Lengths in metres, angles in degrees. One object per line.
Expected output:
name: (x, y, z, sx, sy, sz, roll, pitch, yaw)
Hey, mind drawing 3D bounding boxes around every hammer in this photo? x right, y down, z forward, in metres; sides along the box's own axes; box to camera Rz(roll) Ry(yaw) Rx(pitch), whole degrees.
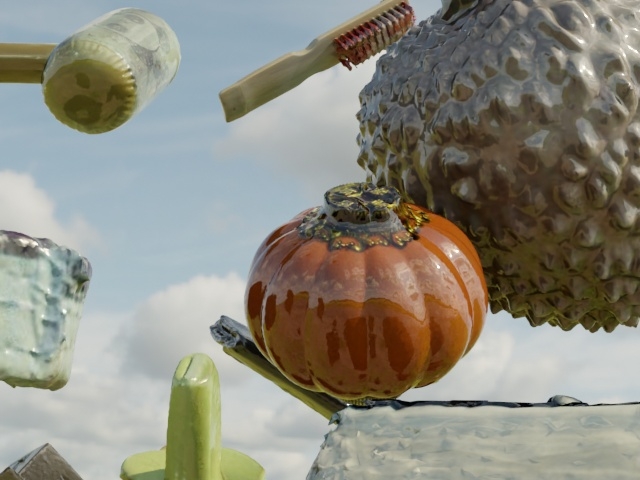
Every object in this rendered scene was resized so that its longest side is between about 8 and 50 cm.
hammer: (-0.320, -0.194, 1.290, 0.306, 0.113, 0.202, 5, 21, 10)

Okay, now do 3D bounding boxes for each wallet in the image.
wallet: (0.025, 0.181, 1.289, 0.321, 0.044, 0.170, 31, 0, -14)

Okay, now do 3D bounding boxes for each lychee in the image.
lychee: (0.230, -0.099, 1.251, 0.380, 0.432, 0.380, -24, 11, 5)

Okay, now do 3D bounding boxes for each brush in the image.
brush: (0.003, -0.253, 1.667, 0.321, 0.050, 0.060, -30, -39, -15)

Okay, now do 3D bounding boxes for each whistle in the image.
whistle: (-0.091, 0.209, 0.815, 0.106, 0.288, 0.131, 4, 26, 6)

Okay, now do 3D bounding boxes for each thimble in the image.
thimble: (-0.329, 0.064, 1.115, 0.237, 0.150, 0.237, 8, -7, 1)

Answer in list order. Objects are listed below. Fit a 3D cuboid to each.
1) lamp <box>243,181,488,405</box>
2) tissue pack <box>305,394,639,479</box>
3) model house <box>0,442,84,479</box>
lamp: (0.040, 0.049, 1.064, 0.223, 0.196, 0.223, -3, 23, 1)
tissue pack: (0.168, 0.285, 0.725, 0.264, 0.253, 0.416, 0, -33, 25)
model house: (-0.368, 0.385, 1.337, 0.176, 0.181, 0.248, -37, 6, 35)
